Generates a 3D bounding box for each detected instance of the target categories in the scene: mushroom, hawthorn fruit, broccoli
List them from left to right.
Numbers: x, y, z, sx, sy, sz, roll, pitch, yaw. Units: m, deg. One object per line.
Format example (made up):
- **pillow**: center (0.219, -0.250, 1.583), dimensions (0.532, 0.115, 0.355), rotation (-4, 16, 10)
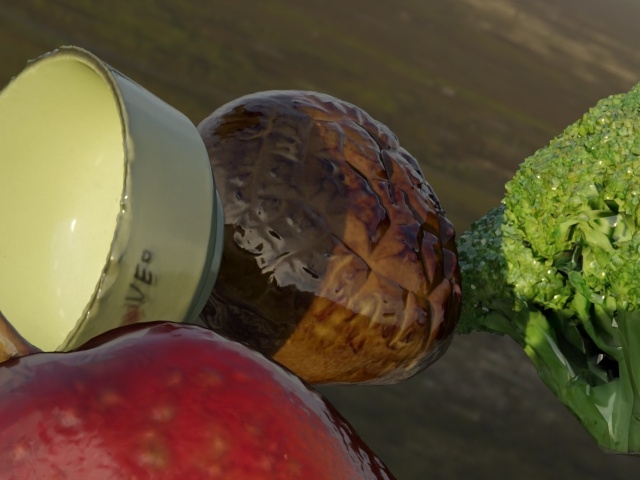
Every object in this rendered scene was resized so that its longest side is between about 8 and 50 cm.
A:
- **hawthorn fruit**: center (-0.073, 0.126, 0.753), dimensions (0.249, 0.215, 0.215), rotation (59, 24, 12)
- **mushroom**: center (0.000, 0.000, 1.334), dimensions (0.253, 0.153, 0.253), rotation (33, 35, -28)
- **broccoli**: center (0.303, 0.017, 1.458), dimensions (0.413, 0.321, 0.310), rotation (6, 51, -2)

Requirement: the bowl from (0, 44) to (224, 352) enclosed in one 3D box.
- **bowl**: center (-0.135, -0.002, 1.122), dimensions (0.112, 0.211, 0.211), rotation (15, 16, -40)
